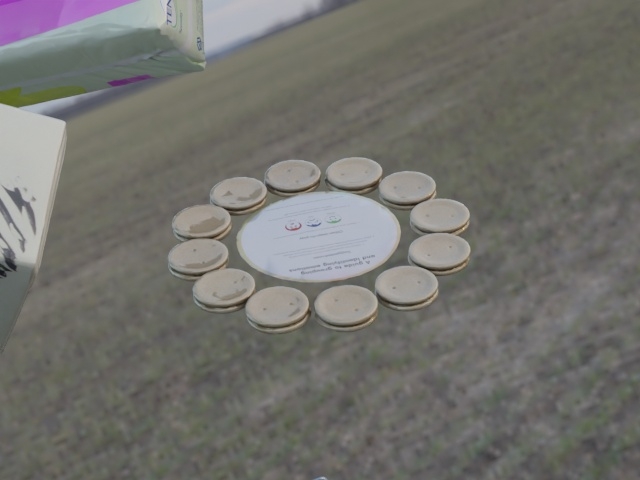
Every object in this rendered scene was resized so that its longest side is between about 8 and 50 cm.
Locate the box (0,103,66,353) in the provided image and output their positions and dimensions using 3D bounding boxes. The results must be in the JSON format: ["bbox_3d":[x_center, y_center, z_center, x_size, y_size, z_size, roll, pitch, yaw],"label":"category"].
[{"bbox_3d":[-0.273,-0.033,0.765,0.275,0.094,0.113,14,-33,-14],"label":"box"}]

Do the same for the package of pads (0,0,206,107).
[{"bbox_3d":[-0.233,-0.218,1.164,0.297,0.229,0.101,-9,-19,19],"label":"package of pads"}]

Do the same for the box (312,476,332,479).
[{"bbox_3d":[-0.015,0.302,0.920,0.165,0.143,0.270,-34,34,48],"label":"box"}]

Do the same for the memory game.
[{"bbox_3d":[0.000,0.000,0.935,0.186,0.012,0.186,-3,33,2],"label":"memory game"}]
